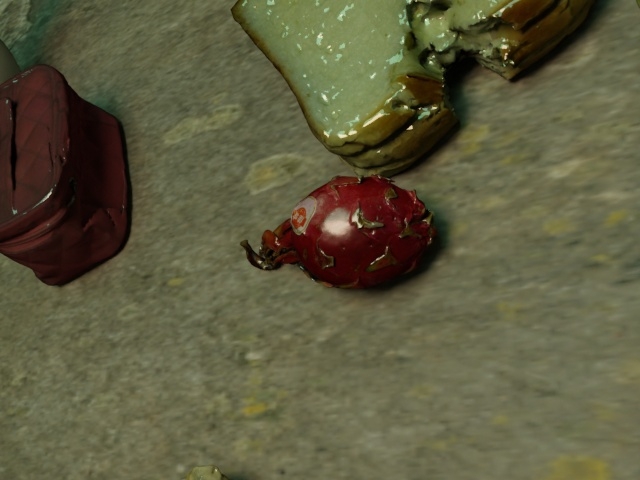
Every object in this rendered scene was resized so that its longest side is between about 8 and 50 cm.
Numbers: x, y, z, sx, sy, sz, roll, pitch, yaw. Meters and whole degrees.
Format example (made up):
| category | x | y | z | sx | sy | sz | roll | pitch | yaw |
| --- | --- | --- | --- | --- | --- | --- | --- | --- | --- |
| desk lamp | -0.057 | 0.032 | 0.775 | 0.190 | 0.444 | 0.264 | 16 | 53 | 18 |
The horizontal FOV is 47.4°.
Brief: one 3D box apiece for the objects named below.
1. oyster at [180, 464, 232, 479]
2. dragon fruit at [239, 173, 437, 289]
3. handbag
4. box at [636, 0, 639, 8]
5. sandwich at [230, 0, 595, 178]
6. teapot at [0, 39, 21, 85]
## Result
| category | x | y | z | sx | sy | sz | roll | pitch | yaw |
| --- | --- | --- | --- | --- | --- | --- | --- | --- | --- |
| oyster | -0.195 | 0.309 | 0.565 | 0.201 | 0.107 | 0.355 | 35 | 89 | 36 |
| dragon fruit | 0.000 | 0.000 | 0.595 | 0.190 | 0.094 | 0.094 | -11 | 63 | 35 |
| handbag | -0.302 | -0.075 | 0.798 | 0.146 | 0.135 | 0.225 | -25 | 55 | 17 |
| box | 0.374 | -0.157 | 0.447 | 0.173 | 0.043 | 0.311 | -46 | 51 | 7 |
| sandwich | 0.079 | -0.208 | 0.634 | 0.273 | 0.095 | 0.249 | -39 | 52 | 13 |
| teapot | -0.495 | -0.179 | 0.927 | 0.280 | 0.252 | 0.424 | -101 | 33 | -75 |
